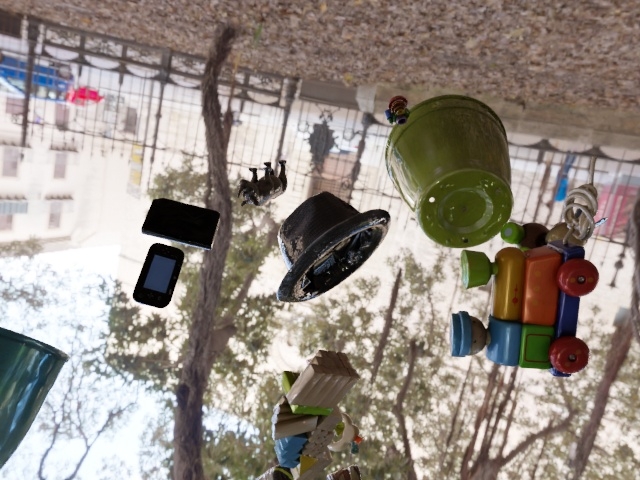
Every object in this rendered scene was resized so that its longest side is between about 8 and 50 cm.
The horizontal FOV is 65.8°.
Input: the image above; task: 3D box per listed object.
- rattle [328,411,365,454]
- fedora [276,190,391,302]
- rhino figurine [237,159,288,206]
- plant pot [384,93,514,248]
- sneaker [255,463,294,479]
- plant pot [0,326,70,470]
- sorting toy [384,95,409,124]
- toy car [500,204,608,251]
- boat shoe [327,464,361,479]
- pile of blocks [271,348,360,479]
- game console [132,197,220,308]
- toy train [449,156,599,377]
[{"bbox_3d":[0.108,0.660,1.649,0.200,0.130,0.142,-4,134,46],"label":"rattle"},{"bbox_3d":[0.000,0.000,1.134,0.152,0.334,0.334,54,-152,20],"label":"fedora"},{"bbox_3d":[-0.160,-0.150,1.365,0.073,0.106,0.243,4,-159,22],"label":"rhino figurine"},{"bbox_3d":[0.368,-0.167,1.368,0.367,0.366,0.353,11,-145,-3],"label":"plant pot"},{"bbox_3d":[-0.060,0.777,1.279,0.147,0.384,0.145,-32,167,18],"label":"sneaker"},{"bbox_3d":[-0.522,0.242,0.654,0.272,0.255,0.271,9,154,4],"label":"plant pot"},{"bbox_3d":[0.193,-0.312,1.228,0.061,0.042,0.102,-18,153,11],"label":"sorting toy"},{"bbox_3d":[0.545,-0.012,1.128,0.155,0.188,0.148,17,-136,-31],"label":"toy car"},{"bbox_3d":[0.071,0.772,1.402,0.120,0.122,0.324,-7,-171,0],"label":"boat shoe"},{"bbox_3d":[-0.040,0.334,0.969,0.149,0.362,0.112,-5,-144,-23],"label":"pile of blocks"},{"bbox_3d":[-0.436,0.036,1.458,0.213,0.361,0.044,13,145,-8],"label":"game console"},{"bbox_3d":[0.227,0.027,0.569,0.144,0.247,0.105,2,-171,5],"label":"toy train"}]
